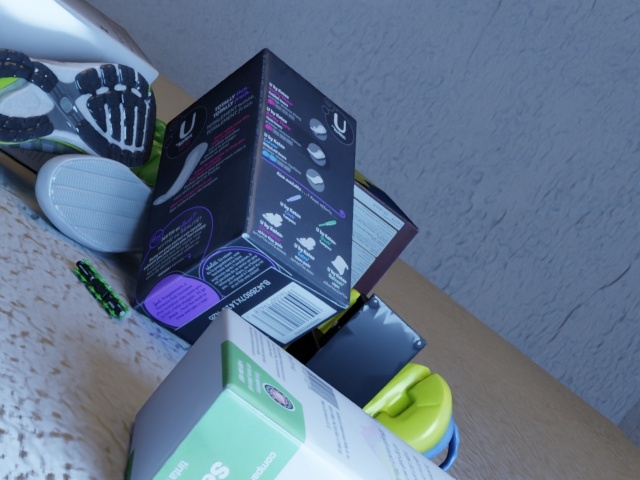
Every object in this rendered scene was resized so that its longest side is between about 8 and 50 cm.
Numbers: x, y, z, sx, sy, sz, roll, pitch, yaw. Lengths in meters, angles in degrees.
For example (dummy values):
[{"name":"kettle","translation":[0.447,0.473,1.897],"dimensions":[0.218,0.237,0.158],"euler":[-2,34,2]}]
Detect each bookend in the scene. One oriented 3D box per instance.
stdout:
[{"name":"bookend","translation":[0.014,0.112,1.431],"dimensions":[0.072,0.157,0.156],"euler":[43,6,-13]}]

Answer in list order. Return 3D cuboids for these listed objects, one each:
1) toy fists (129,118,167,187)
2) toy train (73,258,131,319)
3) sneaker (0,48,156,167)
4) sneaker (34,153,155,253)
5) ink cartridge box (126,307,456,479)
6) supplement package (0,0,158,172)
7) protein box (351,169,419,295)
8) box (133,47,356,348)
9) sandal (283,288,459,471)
[{"name":"toy fists","translation":[-0.208,-0.092,1.918],"dimensions":[0.142,0.096,0.279],"euler":[36,8,-18]},{"name":"toy train","translation":[-0.199,0.046,1.334],"dimensions":[0.083,0.017,0.023],"euler":[44,-3,36]},{"name":"sneaker","translation":[-0.287,-0.139,1.500],"dimensions":[0.121,0.111,0.300],"euler":[5,-4,37]},{"name":"sneaker","translation":[-0.219,-0.029,1.525],"dimensions":[0.091,0.094,0.258],"euler":[9,-10,35]},{"name":"ink cartridge box","translation":[0.008,0.193,1.020],"dimensions":[0.278,0.117,0.201],"euler":[38,6,-11]},{"name":"supplement package","translation":[-0.359,-0.225,1.606],"dimensions":[0.293,0.175,0.177],"euler":[35,8,-32]},{"name":"protein box","translation":[0.000,0.000,1.968],"dimensions":[0.136,0.201,0.200],"euler":[37,7,-19]},{"name":"box","translation":[-0.069,-0.031,1.466],"dimensions":[0.143,0.165,0.270],"euler":[36,38,-30]},{"name":"sandal","translation":[0.048,0.160,1.581],"dimensions":[0.317,0.126,0.138],"euler":[48,-8,49]}]
